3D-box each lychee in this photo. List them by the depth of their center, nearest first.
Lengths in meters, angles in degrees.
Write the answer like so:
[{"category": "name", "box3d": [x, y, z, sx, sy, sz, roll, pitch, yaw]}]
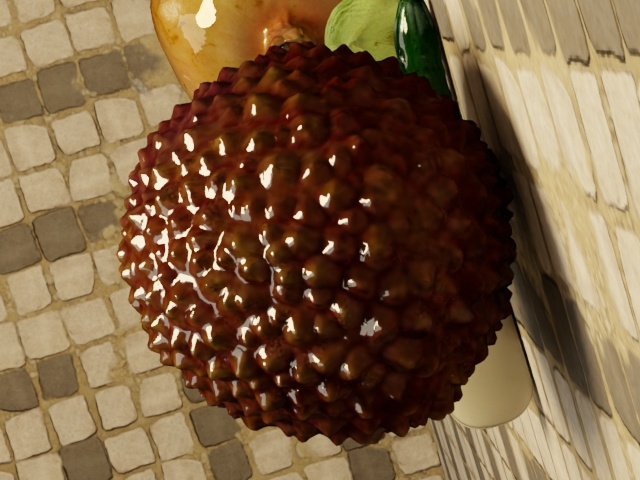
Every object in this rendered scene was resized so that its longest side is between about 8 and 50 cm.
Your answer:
[{"category": "lychee", "box3d": [0.000, 0.000, 1.380, 0.330, 0.306, 0.306, -6, 102, 65]}]

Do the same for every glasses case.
[{"category": "glasses case", "box3d": [0.125, 0.063, 1.612, 0.051, 0.081, 0.204, 70, -175, -85]}]

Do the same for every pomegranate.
[{"category": "pomegranate", "box3d": [-0.043, -0.216, 1.833, 0.270, 0.229, 0.252, -122, 13, -62]}]

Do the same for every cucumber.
[{"category": "cucumber", "box3d": [0.087, -0.137, 1.534, 0.039, 0.039, 0.168, -111, 2, -70]}]

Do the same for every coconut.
[{"category": "coconut", "box3d": [0.047, -0.180, 1.659, 0.096, 0.088, 0.088, -27, -79, -62]}]
